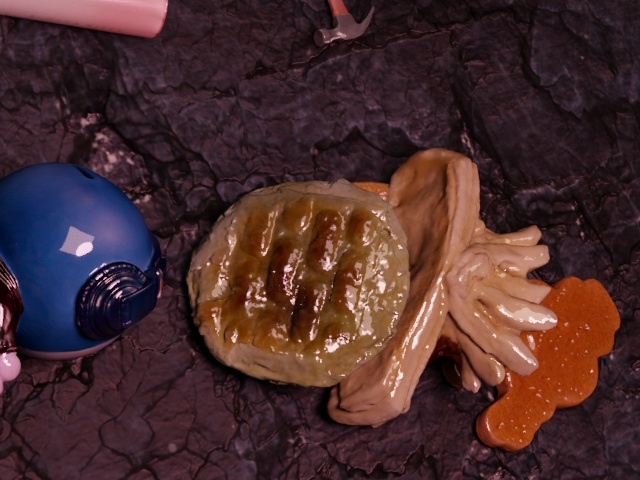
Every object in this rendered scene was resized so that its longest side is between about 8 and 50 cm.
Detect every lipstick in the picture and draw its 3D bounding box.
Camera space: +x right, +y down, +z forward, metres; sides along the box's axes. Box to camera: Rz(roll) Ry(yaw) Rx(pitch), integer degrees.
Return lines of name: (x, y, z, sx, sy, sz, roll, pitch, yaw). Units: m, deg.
lipstick: (-0.366, -0.330, 1.661, 0.326, 0.087, 0.087, 5, 69, -28)

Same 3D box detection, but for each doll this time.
doll: (-0.334, 0.041, 1.449, 0.310, 0.284, 0.240, -19, 124, -38)

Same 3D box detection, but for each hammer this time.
hammer: (-0.004, -0.430, 1.938, 0.111, 0.033, 0.288, -15, 79, -32)

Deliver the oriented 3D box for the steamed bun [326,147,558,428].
steamed bun: (0.183, 0.069, 1.739, 0.189, 0.247, 0.428, 34, 56, -29)

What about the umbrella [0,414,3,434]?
umbrella: (-0.490, 0.238, 1.358, 0.326, 0.090, 0.094, -16, 119, -41)

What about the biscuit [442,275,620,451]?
biscuit: (0.319, 0.164, 1.886, 0.334, 0.047, 0.202, -32, 90, -32)

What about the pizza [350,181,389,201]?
pizza: (0.001, 0.002, 1.750, 0.127, 0.058, 0.246, 33, 69, 5)

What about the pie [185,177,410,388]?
pie: (-0.027, 0.053, 1.653, 0.306, 0.071, 0.306, -1, 71, 4)
